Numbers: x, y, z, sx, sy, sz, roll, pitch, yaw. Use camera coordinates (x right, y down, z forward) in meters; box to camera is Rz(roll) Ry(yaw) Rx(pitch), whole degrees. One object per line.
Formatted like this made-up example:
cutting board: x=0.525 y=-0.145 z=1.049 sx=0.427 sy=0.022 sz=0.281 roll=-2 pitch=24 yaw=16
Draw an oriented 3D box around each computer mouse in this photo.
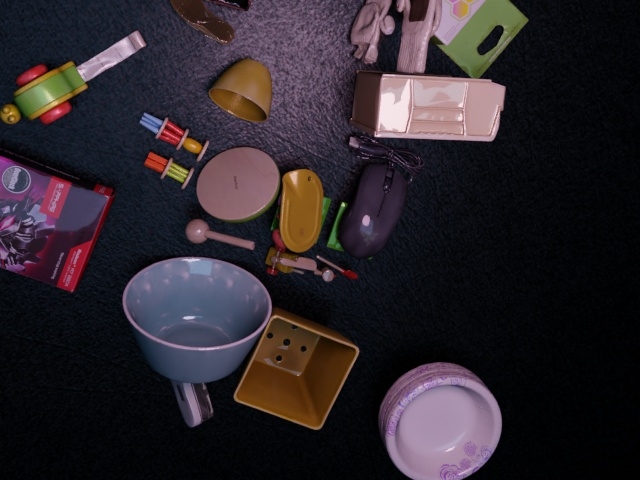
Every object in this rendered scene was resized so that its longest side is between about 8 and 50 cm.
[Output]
computer mouse: x=0.122 y=-0.091 z=1.781 sx=0.188 sy=0.072 sz=0.272 roll=18 pitch=85 yaw=-15

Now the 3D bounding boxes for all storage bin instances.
storage bin: x=0.214 y=-0.284 z=1.682 sx=0.260 sy=0.262 sz=0.123 roll=2 pitch=103 yaw=-10

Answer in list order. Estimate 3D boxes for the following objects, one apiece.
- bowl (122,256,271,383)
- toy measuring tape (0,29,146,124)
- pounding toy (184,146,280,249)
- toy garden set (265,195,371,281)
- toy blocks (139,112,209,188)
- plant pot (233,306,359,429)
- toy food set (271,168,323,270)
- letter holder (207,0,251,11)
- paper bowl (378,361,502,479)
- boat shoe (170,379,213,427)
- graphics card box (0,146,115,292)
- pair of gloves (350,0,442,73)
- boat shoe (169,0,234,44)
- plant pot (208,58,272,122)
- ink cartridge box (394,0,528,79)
bowl: x=-0.267 y=0.189 z=1.738 sx=0.311 sy=0.311 sz=0.163 roll=3 pitch=124 yaw=-10
toy measuring tape: x=-0.504 y=-0.326 z=1.630 sx=0.330 sy=0.121 sz=0.121 roll=-30 pitch=108 yaw=0
pounding toy: x=-0.175 y=-0.076 z=1.748 sx=0.183 sy=0.110 sz=0.237 roll=11 pitch=65 yaw=17
toy garden set: x=0.000 y=0.000 z=1.838 sx=0.244 sy=0.049 sz=0.204 roll=16 pitch=100 yaw=-14
toy blocks: x=-0.331 y=-0.195 z=1.724 sx=0.148 sy=0.054 sz=0.123 roll=29 pitch=98 yaw=-15
plant pot: x=-0.066 y=0.265 z=1.824 sx=0.212 sy=0.187 sz=0.212 roll=23 pitch=99 yaw=-14
toy food set: x=-0.063 y=-0.047 z=1.742 sx=0.128 sy=0.071 sz=0.218 roll=2 pitch=95 yaw=-49
letter holder: x=-0.168 y=-0.617 z=1.535 sx=0.152 sy=0.214 sz=0.302 roll=12 pitch=96 yaw=-12
paper bowl: x=0.280 y=0.429 z=1.946 sx=0.284 sy=0.148 sz=0.284 roll=-2 pitch=105 yaw=-9
boat shoe: x=-0.301 y=0.318 z=1.867 sx=0.070 sy=0.078 sz=0.219 roll=-20 pitch=104 yaw=-38
graphics card box: x=-0.649 y=-0.063 z=1.689 sx=0.371 sy=0.094 sz=0.233 roll=22 pitch=101 yaw=-13
pair of gloves: x=0.149 y=-0.454 z=1.646 sx=0.042 sy=0.240 sz=0.204 roll=7 pitch=105 yaw=-39
boat shoe: x=-0.247 y=-0.460 z=1.674 sx=0.153 sy=0.048 sz=0.056 roll=32 pitch=82 yaw=-13
plant pot: x=-0.154 y=-0.323 z=1.691 sx=0.134 sy=0.134 sz=0.095 roll=27 pitch=76 yaw=-15
ink cartridge box: x=0.318 y=-0.490 z=1.728 sx=0.255 sy=0.097 sz=0.189 roll=39 pitch=96 yaw=-16
